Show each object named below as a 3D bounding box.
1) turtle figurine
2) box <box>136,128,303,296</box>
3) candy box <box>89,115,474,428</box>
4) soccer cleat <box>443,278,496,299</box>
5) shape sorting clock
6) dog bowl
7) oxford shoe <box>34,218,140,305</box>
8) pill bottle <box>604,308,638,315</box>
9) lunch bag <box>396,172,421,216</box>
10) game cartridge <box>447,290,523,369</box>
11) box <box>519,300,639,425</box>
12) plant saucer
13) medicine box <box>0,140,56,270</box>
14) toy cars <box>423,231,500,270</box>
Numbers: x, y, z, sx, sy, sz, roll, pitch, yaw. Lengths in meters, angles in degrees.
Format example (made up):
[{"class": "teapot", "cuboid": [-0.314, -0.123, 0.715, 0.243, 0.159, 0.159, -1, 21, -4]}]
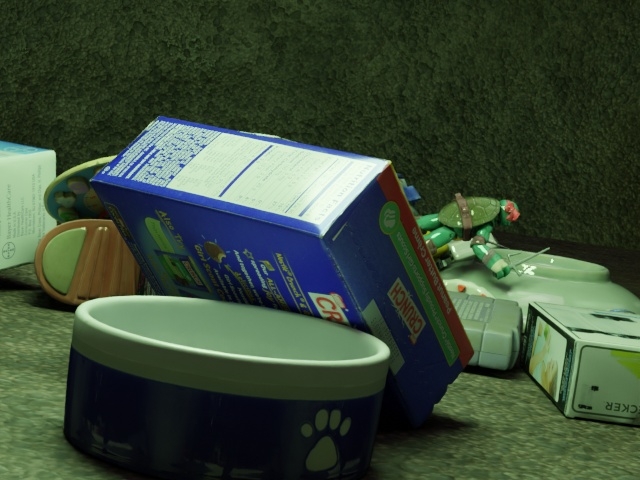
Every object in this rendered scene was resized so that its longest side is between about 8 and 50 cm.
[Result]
[{"class": "turtle figurine", "cuboid": [0.218, -0.014, 2.118, 0.234, 0.118, 0.175, -10, 20, -3]}, {"class": "box", "cuboid": [-0.115, -0.004, 1.643, 0.163, 0.247, 0.142, 6, 8, -19]}, {"class": "candy box", "cuboid": [-0.038, 0.027, 1.386, 0.317, 0.268, 0.122, 15, 53, 40]}, {"class": "soccer cleat", "cuboid": [0.176, 0.087, 2.076, 0.196, 0.068, 0.076, 7, 2, 21]}, {"class": "shape sorting clock", "cuboid": [-0.244, -0.054, 1.759, 0.206, 0.040, 0.206, -10, -19, -3]}, {"class": "dog bowl", "cuboid": [-0.079, 0.122, 1.171, 0.265, 0.104, 0.265, 8, 5, -1]}, {"class": "oxford shoe", "cuboid": [-0.165, 0.032, 1.797, 0.397, 0.140, 0.146, 9, -2, -12]}, {"class": "pill bottle", "cuboid": [0.405, 0.133, 1.865, 0.078, 0.078, 0.137, 8, 6, -3]}, {"class": "lunch bag", "cuboid": [0.038, -0.038, 2.341, 0.243, 0.115, 0.303, -27, -5, 15]}, {"class": "game cartridge", "cuboid": [0.152, 0.110, 1.851, 0.230, 0.068, 0.355, 13, 6, 9]}, {"class": "box", "cuboid": [0.343, 0.143, 1.635, 0.169, 0.087, 0.290, 8, 6, -2]}, {"class": "plant saucer", "cuboid": [0.348, 0.078, 2.231, 0.401, 0.100, 0.400, 8, 5, -1]}, {"class": "medicine box", "cuboid": [-0.529, -0.045, 1.780, 0.264, 0.149, 0.289, 12, 15, 34]}, {"class": "toy cars", "cuboid": [0.190, 0.012, 2.366, 0.176, 0.087, 0.394, -26, -11, 27]}]
